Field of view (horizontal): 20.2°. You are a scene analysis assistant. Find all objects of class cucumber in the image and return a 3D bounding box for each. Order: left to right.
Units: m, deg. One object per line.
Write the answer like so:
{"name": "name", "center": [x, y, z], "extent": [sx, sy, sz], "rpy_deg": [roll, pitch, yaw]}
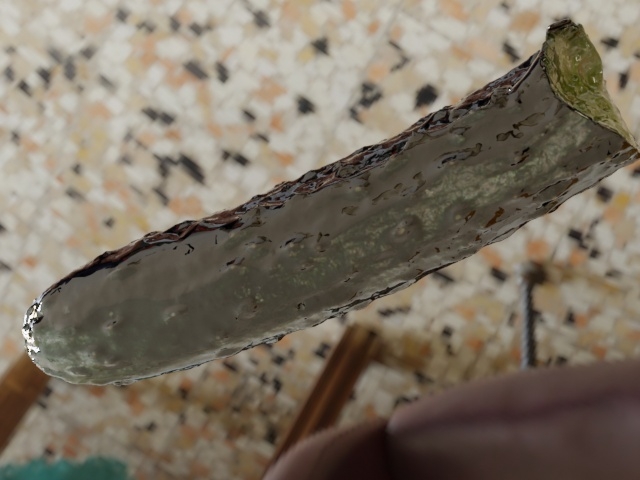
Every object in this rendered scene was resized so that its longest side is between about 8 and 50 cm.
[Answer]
{"name": "cucumber", "center": [0.000, 0.000, 0.831], "extent": [0.303, 0.072, 0.081], "rpy_deg": [-27, 68, 9]}
